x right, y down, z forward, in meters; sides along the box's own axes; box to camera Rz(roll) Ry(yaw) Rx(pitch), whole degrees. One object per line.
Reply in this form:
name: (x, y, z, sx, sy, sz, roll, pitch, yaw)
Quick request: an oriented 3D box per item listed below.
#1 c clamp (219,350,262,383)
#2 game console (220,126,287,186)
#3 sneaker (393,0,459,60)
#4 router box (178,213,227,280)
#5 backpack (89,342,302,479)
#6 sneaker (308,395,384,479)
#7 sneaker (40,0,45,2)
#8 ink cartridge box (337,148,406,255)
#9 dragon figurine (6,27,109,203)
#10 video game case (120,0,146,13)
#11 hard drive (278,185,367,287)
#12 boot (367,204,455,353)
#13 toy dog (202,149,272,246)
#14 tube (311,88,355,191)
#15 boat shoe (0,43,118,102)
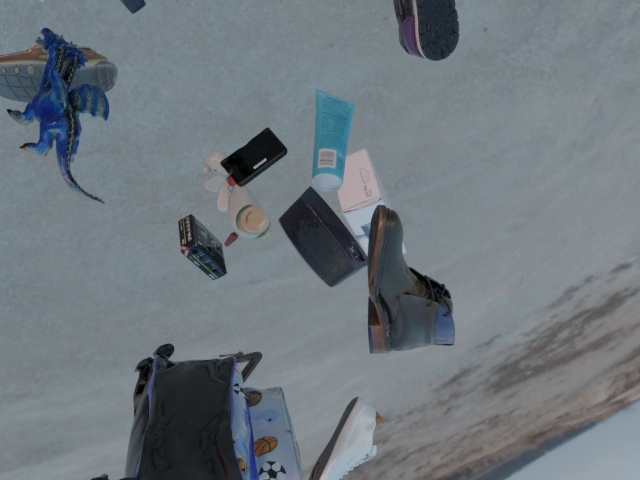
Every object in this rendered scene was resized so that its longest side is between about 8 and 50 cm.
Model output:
c clamp: (-0.190, 0.282, 1.095, 0.137, 0.022, 0.160, -18, -164, 23)
game console: (-0.136, -0.167, 1.053, 0.122, 0.107, 0.071, -38, 161, -5)
sneaker: (0.163, -0.464, 0.903, 0.107, 0.124, 0.283, -18, 120, -19)
router box: (-0.251, 0.015, 1.099, 0.038, 0.092, 0.122, -26, 138, 9)
backpack: (-0.129, 0.284, 0.557, 0.213, 0.276, 0.263, 11, 104, -9)
sneaker: (0.073, 0.550, 1.308, 0.290, 0.123, 0.106, -54, -178, -26)
sneaker: (-0.582, -0.606, 1.131, 0.094, 0.258, 0.091, -27, 126, 13)
ink cartridge box: (0.110, -0.072, 1.161, 0.092, 0.158, 0.217, -19, 142, 10)
dragon figurine: (-0.376, -0.195, 0.766, 0.144, 0.289, 0.085, -46, 149, 18)
video game case: (-0.387, -0.502, 0.747, 0.035, 0.248, 0.275, -41, 160, -7)
hard drive: (0.000, 0.000, 1.376, 0.054, 0.254, 0.172, -35, 177, -43)
boot: (0.107, 0.049, 0.593, 0.106, 0.082, 0.219, 0, 132, 6)
toy dog: (-0.285, -0.112, 1.624, 0.161, 0.333, 0.220, -33, 147, -6)
tube: (0.020, -0.184, 0.918, 0.080, 0.206, 0.052, 18, 148, -19)
boat shoe: (-0.672, -0.422, 1.276, 0.325, 0.116, 0.123, -22, 157, -51)
